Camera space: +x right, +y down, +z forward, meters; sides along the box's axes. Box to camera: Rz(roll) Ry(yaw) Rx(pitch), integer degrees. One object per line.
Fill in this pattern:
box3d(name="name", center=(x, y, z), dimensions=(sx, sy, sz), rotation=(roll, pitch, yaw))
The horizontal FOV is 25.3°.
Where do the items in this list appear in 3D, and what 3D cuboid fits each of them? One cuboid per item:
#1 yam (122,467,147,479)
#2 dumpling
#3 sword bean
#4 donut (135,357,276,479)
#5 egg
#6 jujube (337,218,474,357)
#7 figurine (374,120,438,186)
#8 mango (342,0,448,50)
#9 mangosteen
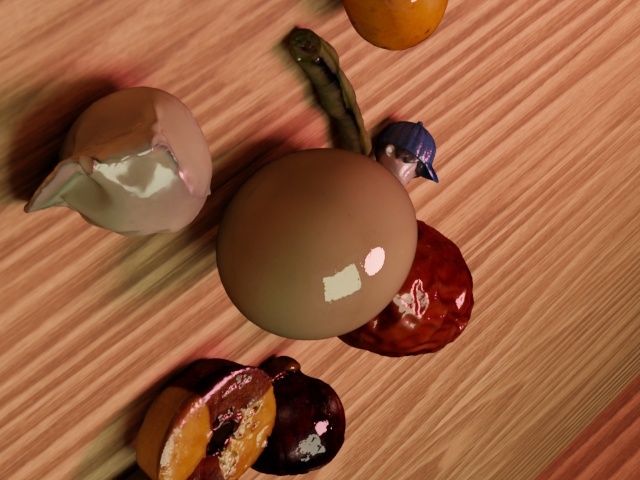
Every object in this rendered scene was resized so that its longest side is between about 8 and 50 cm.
box3d(name="yam", center=(-0.220, 0.307, 1.636), dimensions=(0.299, 0.066, 0.066), rotation=(-33, 152, -34))
box3d(name="dumpling", center=(-0.164, -0.051, 1.141), dimensions=(0.155, 0.111, 0.181), rotation=(-17, 147, 0))
box3d(name="sword bean", center=(0.016, -0.140, 1.419), dimensions=(0.043, 0.038, 0.269), rotation=(-44, 158, -5))
box3d(name="donut", center=(-0.133, 0.213, 1.600), dimensions=(0.184, 0.073, 0.166), rotation=(-48, 140, -21))
box3d(name="egg", center=(0.000, 0.000, 1.410), dimensions=(0.241, 0.186, 0.186), rotation=(-36, 155, -52))
box3d(name="jujube", center=(0.088, 0.053, 1.681), dimensions=(0.174, 0.174, 0.250), rotation=(-53, 152, 6))
box3d(name="figurine", center=(0.068, -0.079, 1.596), dimensions=(0.136, 0.079, 0.077), rotation=(-26, 160, 0))
box3d(name="mango", center=(0.067, -0.245, 1.283), dimensions=(0.115, 0.090, 0.178), rotation=(-53, 157, -21))
box3d(name="mangosteen", center=(-0.042, 0.216, 1.750), dimensions=(0.152, 0.152, 0.152), rotation=(-41, 156, -23))
